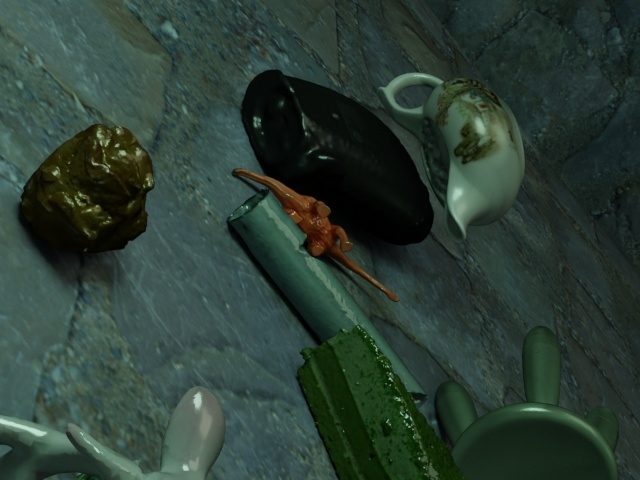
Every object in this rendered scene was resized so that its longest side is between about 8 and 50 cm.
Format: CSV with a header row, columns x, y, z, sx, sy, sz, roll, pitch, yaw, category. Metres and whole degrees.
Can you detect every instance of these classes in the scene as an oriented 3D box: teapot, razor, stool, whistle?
x,y,z,sx,sy,sz,roll,pitch,yaw,category
0.189,-0.126,1.585,0.204,0.139,0.298,85,-14,-49,teapot
0.035,-0.109,1.532,0.327,0.107,0.189,25,37,-53,razor
0.254,0.247,1.399,0.195,0.195,0.198,52,18,-11,stool
0.012,0.080,1.284,0.312,0.062,0.062,53,22,-12,whistle

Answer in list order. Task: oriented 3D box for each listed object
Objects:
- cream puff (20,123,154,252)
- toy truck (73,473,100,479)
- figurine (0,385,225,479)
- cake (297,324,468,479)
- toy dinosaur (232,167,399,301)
x,y,z,sx,sy,sz,roll,pitch,yaw,category
-0.189,-0.036,0.965,0.094,0.122,0.116,49,61,-1,cream puff
-0.075,0.257,0.741,0.259,0.135,0.128,49,27,-5,toy truck
-0.105,0.224,0.558,0.206,0.284,0.315,-129,-165,-71,figurine
0.057,0.203,1.150,0.235,0.100,0.099,58,21,1,cake
0.005,-0.004,1.389,0.279,0.055,0.101,47,1,-19,toy dinosaur
